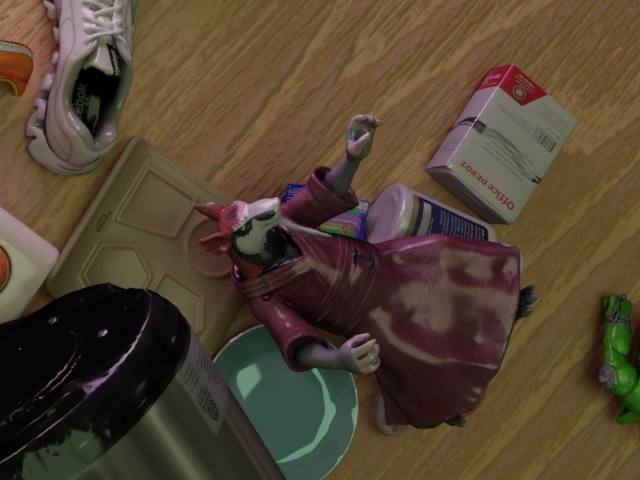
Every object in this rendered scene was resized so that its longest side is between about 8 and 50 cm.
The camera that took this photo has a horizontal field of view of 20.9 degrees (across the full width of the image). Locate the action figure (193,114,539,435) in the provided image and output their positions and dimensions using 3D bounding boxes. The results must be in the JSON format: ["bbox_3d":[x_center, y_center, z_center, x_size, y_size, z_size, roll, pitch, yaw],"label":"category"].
[{"bbox_3d":[0.027,0.036,1.799,0.370,0.275,0.248,24,71,-20],"label":"action figure"}]

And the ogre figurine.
[{"bbox_3d":[0.398,0.163,2.046,0.197,0.096,0.118,51,52,-30],"label":"ogre figurine"}]

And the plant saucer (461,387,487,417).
[{"bbox_3d":[0.154,0.162,1.977,0.083,0.013,0.084,1,88,-24],"label":"plant saucer"}]

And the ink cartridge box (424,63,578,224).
[{"bbox_3d":[0.205,-0.107,1.978,0.109,0.063,0.150,39,75,-18],"label":"ink cartridge box"}]

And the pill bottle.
[{"bbox_3d":[0.138,0.010,1.929,0.169,0.094,0.094,24,80,-21],"label":"pill bottle"}]

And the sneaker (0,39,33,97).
[{"bbox_3d":[-0.372,-0.178,1.728,0.175,0.064,0.067,10,95,-20],"label":"sneaker"}]

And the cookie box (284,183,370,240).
[{"bbox_3d":[0.000,0.000,1.888,0.091,0.040,0.107,15,84,-39],"label":"cookie box"}]

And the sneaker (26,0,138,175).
[{"bbox_3d":[-0.227,-0.213,1.763,0.110,0.118,0.292,5,86,-22],"label":"sneaker"}]

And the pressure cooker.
[{"bbox_3d":[-0.190,0.297,1.551,0.370,0.375,0.420,-45,114,-34],"label":"pressure cooker"}]

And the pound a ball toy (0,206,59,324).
[{"bbox_3d":[-0.402,0.027,1.670,0.319,0.135,0.208,39,74,-18],"label":"pound a ball toy"}]

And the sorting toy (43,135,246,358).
[{"bbox_3d":[-0.166,0.021,1.831,0.208,0.038,0.193,36,75,-24],"label":"sorting toy"}]

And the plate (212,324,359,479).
[{"bbox_3d":[-0.047,0.182,1.883,0.188,0.024,0.188,1,88,-24],"label":"plate"}]
